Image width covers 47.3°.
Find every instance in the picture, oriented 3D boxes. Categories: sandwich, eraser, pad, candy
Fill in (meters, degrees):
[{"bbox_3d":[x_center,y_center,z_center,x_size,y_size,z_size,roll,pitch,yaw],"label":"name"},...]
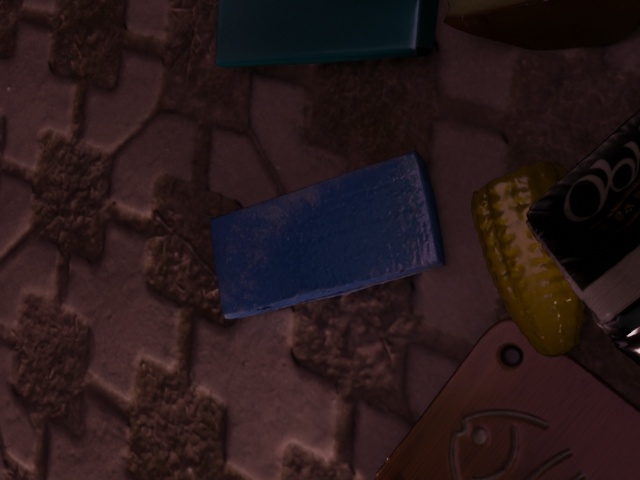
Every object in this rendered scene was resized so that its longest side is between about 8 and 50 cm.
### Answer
[{"bbox_3d":[0.267,-0.268,0.777,0.257,0.096,0.094,3,79,32],"label":"sandwich"},{"bbox_3d":[0.000,0.000,0.925,0.311,0.042,0.144,-17,75,27],"label":"eraser"},{"bbox_3d":[0.223,0.268,0.781,0.284,0.018,0.287,41,103,28],"label":"pad"},{"bbox_3d":[0.226,0.023,0.766,0.106,0.094,0.199,-15,82,22],"label":"candy"}]

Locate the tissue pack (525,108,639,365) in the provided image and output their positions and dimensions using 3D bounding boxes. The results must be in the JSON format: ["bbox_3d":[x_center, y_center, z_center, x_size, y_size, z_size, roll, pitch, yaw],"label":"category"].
[{"bbox_3d":[0.384,-0.048,0.585,0.370,0.210,0.198,-44,24,17],"label":"tissue pack"}]

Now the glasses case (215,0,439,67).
[{"bbox_3d":[0.001,-0.285,0.950,0.300,0.070,0.117,6,92,29],"label":"glasses case"}]
